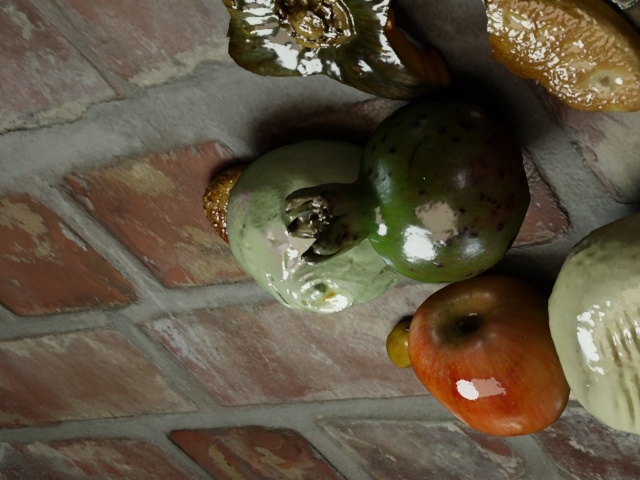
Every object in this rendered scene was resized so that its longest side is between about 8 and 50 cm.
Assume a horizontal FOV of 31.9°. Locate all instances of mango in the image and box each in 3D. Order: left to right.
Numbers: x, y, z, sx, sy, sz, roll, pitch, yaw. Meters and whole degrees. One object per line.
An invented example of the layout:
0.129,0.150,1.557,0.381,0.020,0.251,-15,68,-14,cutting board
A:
0.150,0.177,1.881,0.080,0.060,0.114,21,149,4,mango

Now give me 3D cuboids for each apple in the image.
0.260,0.180,1.685,0.242,0.242,0.241,-4,140,30,apple

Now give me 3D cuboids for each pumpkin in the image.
0.003,-0.274,1.322,0.290,0.095,0.258,12,148,17,pumpkin

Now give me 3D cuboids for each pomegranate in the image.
0.117,-0.039,1.414,0.306,0.242,0.242,-34,129,1,pomegranate

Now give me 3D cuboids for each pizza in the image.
0.282,-0.226,1.282,0.271,0.056,0.134,24,143,-8,pizza

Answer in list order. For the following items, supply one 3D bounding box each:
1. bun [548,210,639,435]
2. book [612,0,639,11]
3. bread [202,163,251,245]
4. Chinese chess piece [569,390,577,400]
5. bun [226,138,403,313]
0.472,0.097,1.488,0.361,0.213,0.361,0,130,0,bun
0.242,-0.400,1.085,0.371,0.043,0.260,30,142,-15,book
-0.089,-0.039,1.710,0.193,0.064,0.193,11,140,10,bread
0.424,0.211,1.802,0.122,0.051,0.122,15,146,11,Chinese chess piece
0.000,0.000,1.573,0.283,0.179,0.283,2,127,2,bun
